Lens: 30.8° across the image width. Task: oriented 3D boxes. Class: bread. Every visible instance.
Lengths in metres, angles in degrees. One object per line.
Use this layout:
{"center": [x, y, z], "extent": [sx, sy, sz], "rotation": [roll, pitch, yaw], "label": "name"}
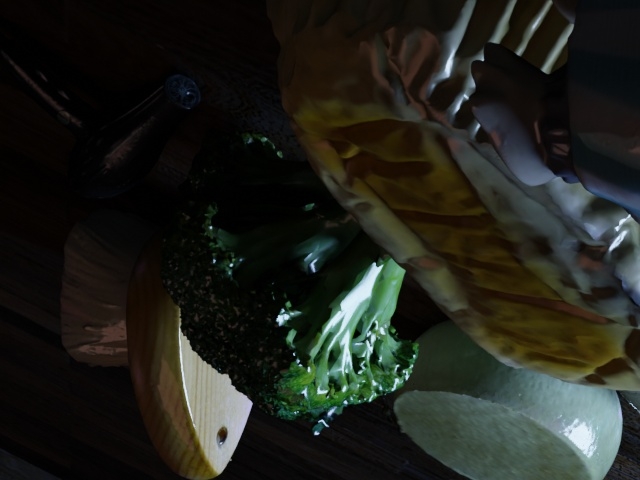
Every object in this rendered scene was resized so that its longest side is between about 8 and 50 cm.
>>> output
{"center": [0.143, -0.057, 0.726], "extent": [0.236, 0.183, 0.388], "rotation": [4, 148, 42], "label": "bread"}

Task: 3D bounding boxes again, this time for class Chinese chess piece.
{"center": [0.181, 0.167, 1.154], "extent": [0.237, 0.092, 0.238], "rotation": [21, 152, 11], "label": "Chinese chess piece"}

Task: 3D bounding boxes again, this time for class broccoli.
{"center": [0.000, 0.000, 0.940], "extent": [0.269, 0.269, 0.254], "rotation": [13, -168, 25], "label": "broccoli"}

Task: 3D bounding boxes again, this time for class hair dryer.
{"center": [-0.226, -0.142, 1.035], "extent": [0.219, 0.075, 0.195], "rotation": [42, 140, -12], "label": "hair dryer"}

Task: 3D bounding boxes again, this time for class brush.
{"center": [-0.159, 0.103, 1.169], "extent": [0.166, 0.267, 0.174], "rotation": [2, 179, 30], "label": "brush"}

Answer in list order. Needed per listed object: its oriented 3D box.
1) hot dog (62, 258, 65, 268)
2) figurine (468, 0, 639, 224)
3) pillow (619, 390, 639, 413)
{"center": [-0.174, 0.068, 1.324], "extent": [0.268, 0.072, 0.115], "rotation": [19, 159, 15], "label": "hot dog"}
{"center": [0.311, -0.010, 0.544], "extent": [0.361, 0.266, 0.378], "rotation": [1, 144, 33], "label": "figurine"}
{"center": [0.297, 0.115, 1.004], "extent": [0.119, 0.053, 0.208], "rotation": [-4, 139, 51], "label": "pillow"}
